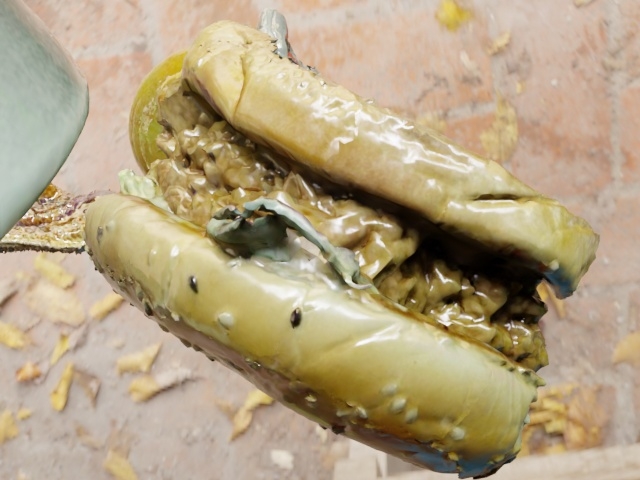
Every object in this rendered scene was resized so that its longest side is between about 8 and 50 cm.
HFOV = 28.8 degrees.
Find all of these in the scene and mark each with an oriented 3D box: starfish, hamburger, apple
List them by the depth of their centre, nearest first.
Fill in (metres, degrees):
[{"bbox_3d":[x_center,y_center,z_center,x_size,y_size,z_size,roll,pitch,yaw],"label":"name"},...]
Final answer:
[{"bbox_3d":[0.000,0.000,0.796,0.277,0.318,0.195,28,89,-18],"label":"hamburger"},{"bbox_3d":[-0.194,-0.019,1.113,0.238,0.216,0.071,-11,115,-13],"label":"starfish"},{"bbox_3d":[-0.099,-0.114,1.230,0.182,0.155,0.182,6,108,19],"label":"apple"}]

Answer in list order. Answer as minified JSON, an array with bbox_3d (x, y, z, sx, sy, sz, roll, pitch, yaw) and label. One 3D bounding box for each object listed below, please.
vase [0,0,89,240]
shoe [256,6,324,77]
[{"bbox_3d":[-0.237,-0.111,0.457,0.245,0.245,0.291,-32,120,14],"label":"vase"},{"bbox_3d":[-0.033,-0.226,1.780,0.125,0.099,0.227,-4,82,-8],"label":"shoe"}]
